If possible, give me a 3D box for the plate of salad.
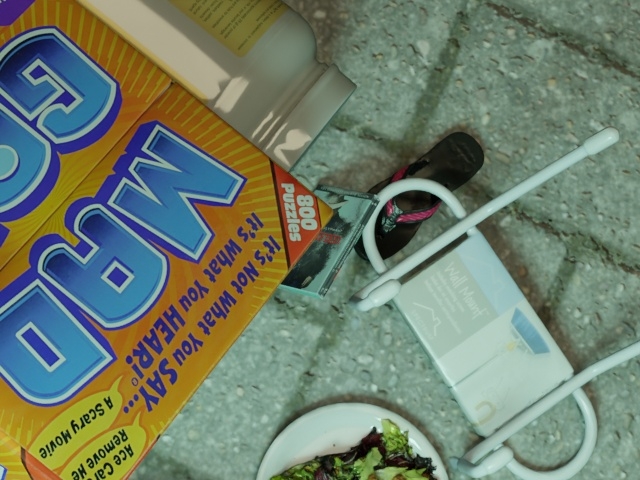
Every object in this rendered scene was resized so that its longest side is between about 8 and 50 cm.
[{"bbox_3d":[0.034,0.256,1.891,0.200,0.048,0.199,2,77,-10],"label":"plate of salad"}]

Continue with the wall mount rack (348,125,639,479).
[{"bbox_3d":[0.211,0.063,1.901,0.304,0.130,0.350,-35,94,-9],"label":"wall mount rack"}]

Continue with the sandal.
[{"bbox_3d":[0.098,-0.050,1.972,0.179,0.040,0.067,-42,90,-16],"label":"sandal"}]

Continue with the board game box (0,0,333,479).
[{"bbox_3d":[-0.277,0.054,1.666,0.356,0.356,0.356,39,55,-2],"label":"board game box"}]

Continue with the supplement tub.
[{"bbox_3d":[-0.155,-0.172,1.845,0.331,0.241,0.241,39,74,-1],"label":"supplement tub"}]

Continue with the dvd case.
[{"bbox_3d":[0.000,0.000,1.924,0.013,0.087,0.119,45,69,-38],"label":"dvd case"}]
